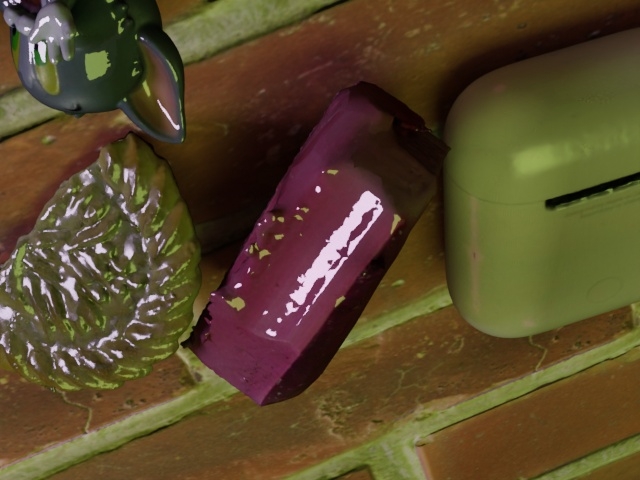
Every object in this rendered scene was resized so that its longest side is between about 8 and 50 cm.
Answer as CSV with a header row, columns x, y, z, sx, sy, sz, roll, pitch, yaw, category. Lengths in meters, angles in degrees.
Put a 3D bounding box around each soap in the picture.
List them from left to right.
x,y,z,sx,sy,sz,roll,pitch,yaw,category
0.000,0.000,1.475,0.127,0.220,0.325,30,118,-3,soap

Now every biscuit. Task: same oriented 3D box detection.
x,y,z,sx,sy,sz,roll,pitch,yaw,category
-0.207,0.045,1.476,0.273,0.187,0.036,-46,179,21,biscuit

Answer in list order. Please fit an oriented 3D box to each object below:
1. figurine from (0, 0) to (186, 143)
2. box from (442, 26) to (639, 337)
x,y,z,sx,sy,sz,roll,pitch,yaw,category
-0.196,-0.213,1.212,0.140,0.193,0.265,-16,117,-47,figurine
0.262,-0.051,1.611,0.288,0.141,0.349,-16,141,-8,box
